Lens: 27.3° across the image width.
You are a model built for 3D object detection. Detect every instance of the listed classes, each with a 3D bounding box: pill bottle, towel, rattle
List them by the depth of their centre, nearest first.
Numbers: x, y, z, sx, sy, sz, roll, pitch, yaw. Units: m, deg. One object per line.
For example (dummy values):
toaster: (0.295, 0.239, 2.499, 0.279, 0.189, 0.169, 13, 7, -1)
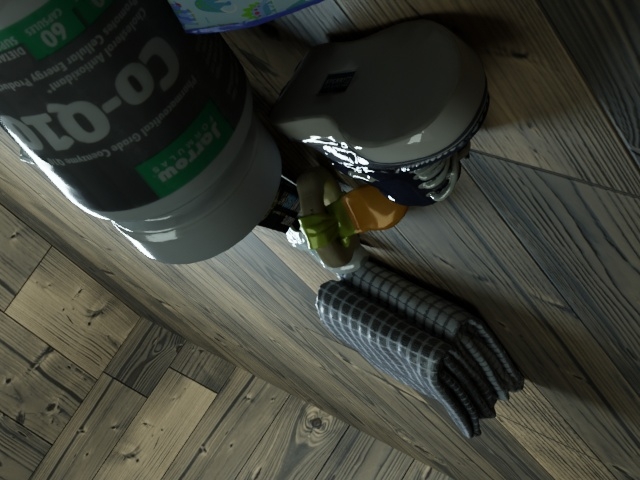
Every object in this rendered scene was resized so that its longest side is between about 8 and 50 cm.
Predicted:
pill bottle: (-0.185, -0.145, 1.154, 0.204, 0.204, 0.361, 23, 160, 39)
rattle: (0.056, -0.039, 1.612, 0.130, 0.143, 0.200, 63, -165, 20)
towel: (0.141, 0.158, 1.921, 0.235, 0.121, 0.283, 26, 165, 35)

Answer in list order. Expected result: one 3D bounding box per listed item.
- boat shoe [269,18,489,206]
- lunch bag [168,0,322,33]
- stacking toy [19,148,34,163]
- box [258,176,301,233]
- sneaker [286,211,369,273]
boat shoe: (0.088, -0.098, 1.150, 0.158, 0.127, 0.340, 32, 177, -23)
lunch bag: (-0.053, -0.235, 1.017, 0.151, 0.096, 0.129, -2, 155, 17)
stacking toy: (-0.223, -0.143, 1.374, 0.167, 0.052, 0.221, 18, 135, 2)
box: (-0.166, -0.117, 1.634, 0.295, 0.073, 0.293, 32, -178, 6)
sneaker: (0.000, 0.000, 1.839, 0.152, 0.053, 0.061, 25, 162, 35)
